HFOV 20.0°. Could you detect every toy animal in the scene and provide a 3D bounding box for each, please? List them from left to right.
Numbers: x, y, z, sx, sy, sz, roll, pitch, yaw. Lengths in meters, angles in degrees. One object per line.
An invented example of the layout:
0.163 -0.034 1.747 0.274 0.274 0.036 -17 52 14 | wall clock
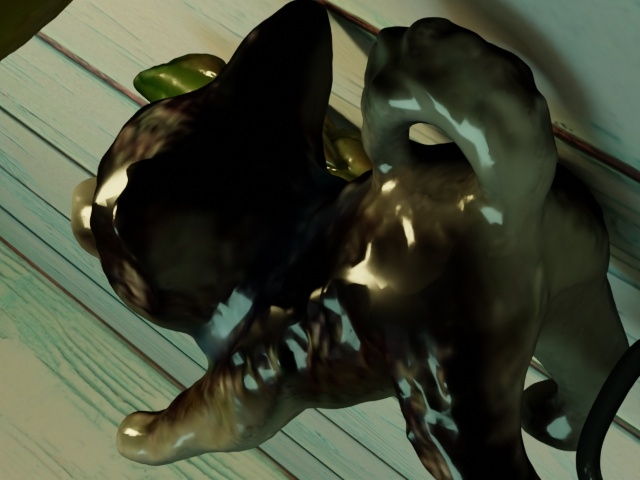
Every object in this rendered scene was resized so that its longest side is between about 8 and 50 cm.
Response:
0.000 0.000 0.953 0.344 0.194 0.303 14 134 34 | toy animal

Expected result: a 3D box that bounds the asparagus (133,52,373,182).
-0.020 -0.058 1.151 0.287 0.080 0.080 41 170 39 | asparagus

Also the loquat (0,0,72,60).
-0.213 -0.189 0.768 0.276 0.284 0.276 52 -164 -21 | loquat

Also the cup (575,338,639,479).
0.207 0.150 0.867 0.223 0.176 0.169 43 172 -3 | cup
